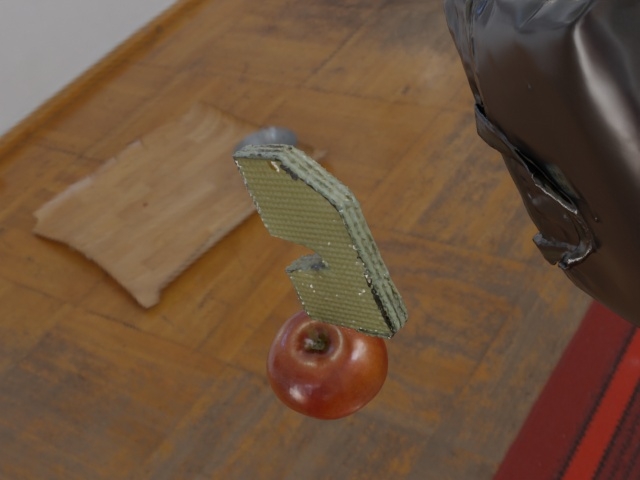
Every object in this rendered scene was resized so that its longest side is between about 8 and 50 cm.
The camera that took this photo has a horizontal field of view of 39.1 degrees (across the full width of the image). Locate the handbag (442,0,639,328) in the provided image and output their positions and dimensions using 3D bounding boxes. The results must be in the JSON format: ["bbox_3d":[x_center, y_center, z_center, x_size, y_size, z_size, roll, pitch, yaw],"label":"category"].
[{"bbox_3d":[0.167,-0.037,0.512,0.088,0.254,0.211,-36,17,-7],"label":"handbag"}]

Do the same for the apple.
[{"bbox_3d":[0.008,0.158,1.191,0.163,0.139,0.163,-4,67,10],"label":"apple"}]

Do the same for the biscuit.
[{"bbox_3d":[0.000,0.000,1.028,0.147,0.250,0.046,5,40,46],"label":"biscuit"}]
